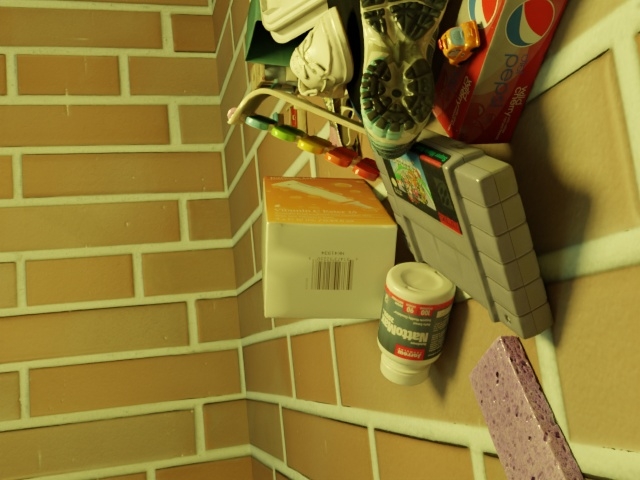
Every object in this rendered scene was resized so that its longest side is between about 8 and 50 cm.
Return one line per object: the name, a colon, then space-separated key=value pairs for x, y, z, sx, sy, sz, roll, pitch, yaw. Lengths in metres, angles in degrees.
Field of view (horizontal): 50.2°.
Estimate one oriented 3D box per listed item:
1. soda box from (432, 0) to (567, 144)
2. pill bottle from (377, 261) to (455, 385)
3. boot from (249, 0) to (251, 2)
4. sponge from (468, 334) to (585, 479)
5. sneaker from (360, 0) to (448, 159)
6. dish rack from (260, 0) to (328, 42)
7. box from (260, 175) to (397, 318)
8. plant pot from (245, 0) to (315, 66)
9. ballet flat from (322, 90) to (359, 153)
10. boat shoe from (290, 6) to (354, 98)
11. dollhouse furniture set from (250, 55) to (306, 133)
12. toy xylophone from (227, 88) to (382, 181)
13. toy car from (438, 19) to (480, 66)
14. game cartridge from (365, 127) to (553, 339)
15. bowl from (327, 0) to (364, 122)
soda box: x=0.216 y=-0.245 z=0.819 sx=0.263 sy=0.083 sz=0.092 roll=102 pitch=156 yaw=-43
pill bottle: x=0.147 y=0.136 z=1.085 sx=0.108 sy=0.107 sz=0.180 roll=-121 pitch=31 yaw=-57
boot: x=-0.128 y=-0.675 z=1.886 sx=0.176 sy=0.088 sz=0.244 roll=117 pitch=137 yaw=-59
sponge: x=0.256 y=0.238 z=0.875 sx=0.117 sy=0.031 sz=0.210 roll=107 pitch=155 yaw=-48
sneaker: x=0.095 y=-0.235 z=0.878 sx=0.122 sy=0.110 sz=0.283 roll=90 pitch=-169 yaw=-68
dish rack: x=-0.046 y=-0.616 z=1.436 sx=0.285 sy=0.072 sz=0.333 roll=-15 pitch=76 yaw=45
box: x=0.000 y=0.000 z=1.260 sx=0.345 sy=0.214 sz=0.169 roll=-109 pitch=21 yaw=-72
plant pot: x=-0.092 y=-0.573 z=1.669 sx=0.165 sy=0.165 sz=0.235 roll=127 pitch=144 yaw=-65
ballet flat: x=0.048 y=-0.273 z=1.417 sx=0.079 sy=0.076 sz=0.222 roll=-5 pitch=94 yaw=55
boat shoe: x=-0.003 y=-0.300 z=1.162 sx=0.277 sy=0.096 sz=0.098 roll=101 pitch=156 yaw=-80
dollhouse furniture set: x=-0.103 y=-0.369 z=1.778 sx=0.129 sy=0.129 sz=0.184 roll=171 pitch=97 yaw=-73
toy xylophone: x=0.012 y=-0.184 z=1.191 sx=0.081 sy=0.322 sz=0.236 roll=-67 pitch=-11 yaw=14
toy car: x=0.156 y=-0.268 z=0.796 sx=0.060 sy=0.040 sz=0.122 roll=-170 pitch=75 yaw=-72
game cartridge: x=0.169 y=-0.036 z=0.928 sx=0.230 sy=0.068 sz=0.355 roll=63 pitch=173 yaw=-24
bowl: x=0.074 y=-0.376 z=1.115 sx=0.391 sy=0.077 sz=0.392 roll=168 pitch=90 yaw=-86
